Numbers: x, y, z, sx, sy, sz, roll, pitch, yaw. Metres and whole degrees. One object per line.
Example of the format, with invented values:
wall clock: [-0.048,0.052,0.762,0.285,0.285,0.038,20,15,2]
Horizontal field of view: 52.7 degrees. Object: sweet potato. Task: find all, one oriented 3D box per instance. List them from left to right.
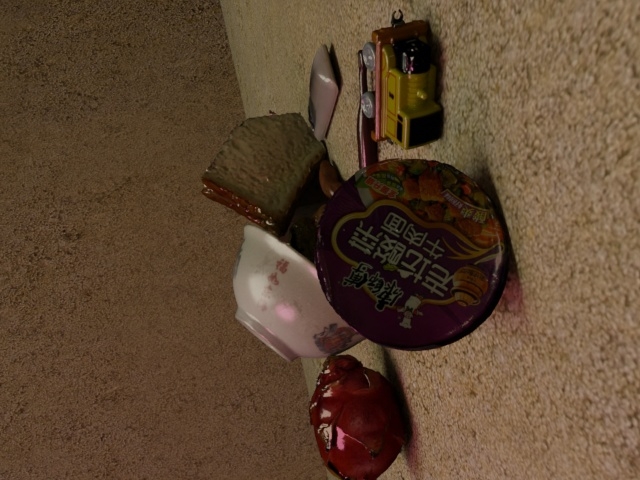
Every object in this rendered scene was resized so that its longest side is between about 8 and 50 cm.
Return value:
sweet potato: [0.030,-0.141,1.649,0.202,0.055,0.058,-114,5,-48]

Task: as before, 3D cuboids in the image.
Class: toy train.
toy train: [0.125,-0.227,0.961,0.127,0.089,0.219,-128,27,-45]

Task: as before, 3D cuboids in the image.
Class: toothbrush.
toothbrush: [0.092,-0.198,1.295,0.041,0.041,0.363,-119,21,-59]

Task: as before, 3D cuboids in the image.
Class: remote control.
remote control: [-0.006,-0.356,1.598,0.313,0.055,0.109,112,145,-73]

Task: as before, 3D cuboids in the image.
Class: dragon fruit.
dragon fruit: [0.089,0.431,1.528,0.250,0.251,0.314,104,167,-68]

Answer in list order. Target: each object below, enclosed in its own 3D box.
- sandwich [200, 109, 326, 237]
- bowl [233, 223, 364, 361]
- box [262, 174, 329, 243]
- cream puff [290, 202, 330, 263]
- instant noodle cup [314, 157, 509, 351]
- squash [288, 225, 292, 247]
sandwich: [-0.141,-0.206,1.784,0.325,0.262,0.131,-61,-6,-17]
bowl: [-0.082,0.171,1.605,0.435,0.196,0.435,37,167,10]
box: [-0.101,-0.144,1.991,0.297,0.191,0.225,103,153,-70]
cream puff: [0.000,0.000,1.652,0.183,0.169,0.183,169,90,-79]
instant noodle cup: [0.116,0.027,0.908,0.190,0.252,0.251,91,166,-83]
squash: [-0.010,0.044,1.800,0.219,0.041,0.219,48,-154,-32]
